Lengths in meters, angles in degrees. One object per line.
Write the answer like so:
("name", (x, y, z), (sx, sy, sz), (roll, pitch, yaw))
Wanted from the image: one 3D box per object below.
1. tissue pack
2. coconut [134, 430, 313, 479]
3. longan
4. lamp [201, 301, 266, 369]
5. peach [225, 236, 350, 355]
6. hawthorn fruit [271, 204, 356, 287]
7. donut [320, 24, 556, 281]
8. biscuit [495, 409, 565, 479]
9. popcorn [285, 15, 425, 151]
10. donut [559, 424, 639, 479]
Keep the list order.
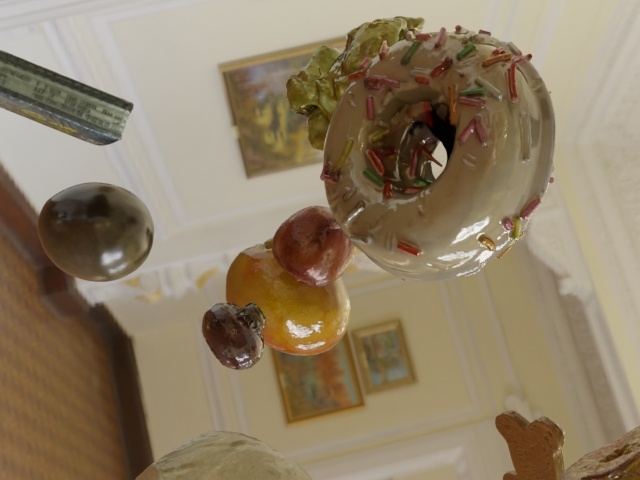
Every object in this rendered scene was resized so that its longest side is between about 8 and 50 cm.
("tissue pack", (-0.465, -0.240, 1.681), (0.185, 0.257, 0.081), (9, -101, 67))
("coconut", (-0.149, 0.458, 1.270), (0.415, 0.344, 0.416), (32, 49, -47))
("longan", (-0.419, -0.016, 1.854), (0.196, 0.220, 0.197), (2, 90, -74))
("lamp", (-0.177, 0.194, 2.095), (0.156, 0.135, 0.157), (57, -2, -43))
("peach", (-0.070, 0.142, 2.379), (0.289, 0.288, 0.308), (-119, -169, -78))
("hawthorn fruit", (0.000, 0.000, 2.117), (0.179, 0.200, 0.179), (42, 5, -5))
("donut", (0.156, -0.129, 1.407), (0.142, 0.382, 0.383), (15, 53, -49))
("biscuit", (0.472, 0.516, 2.090), (0.216, 0.047, 0.340), (3, -68, 59))
("popcorn", (0.087, -0.266, 1.747), (0.276, 0.276, 0.226), (84, 0, -64))
("donut", (0.477, 0.364, 1.554), (0.075, 0.190, 0.174), (58, 1, 8))
